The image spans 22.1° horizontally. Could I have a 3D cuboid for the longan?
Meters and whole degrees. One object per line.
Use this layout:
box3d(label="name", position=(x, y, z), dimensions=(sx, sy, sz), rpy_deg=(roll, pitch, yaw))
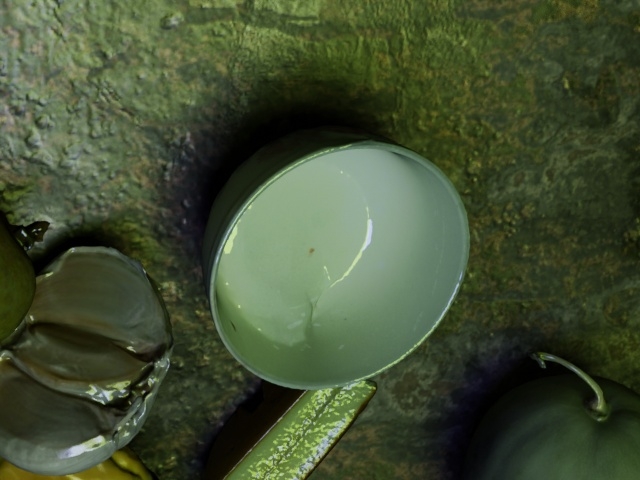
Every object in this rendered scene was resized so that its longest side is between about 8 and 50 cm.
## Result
box3d(label="longan", position=(-0.332, 0.021, 1.517), dimensions=(0.176, 0.145, 0.155), rpy_deg=(-33, 135, -16))

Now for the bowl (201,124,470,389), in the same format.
box3d(label="bowl", position=(0.000, 0.000, 1.649), dimensions=(0.277, 0.145, 0.277), rpy_deg=(-10, 119, -18))

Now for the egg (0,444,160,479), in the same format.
box3d(label="egg", position=(-0.288, 0.326, 1.687), dimensions=(0.264, 0.174, 0.286), rpy_deg=(-41, 99, -30))

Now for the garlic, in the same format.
box3d(label="garlic", position=(-0.230, 0.130, 1.604), dimensions=(0.143, 0.178, 0.229), rpy_deg=(79, 35, -64))

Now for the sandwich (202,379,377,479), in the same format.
box3d(label="sandwich", position=(-0.043, 0.210, 1.785), dimensions=(0.090, 0.088, 0.244), rpy_deg=(36, 103, -25))

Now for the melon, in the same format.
box3d(label="melon", position=(0.283, 0.290, 1.870), dimensions=(0.271, 0.272, 0.308), rpy_deg=(2, 147, -25))
